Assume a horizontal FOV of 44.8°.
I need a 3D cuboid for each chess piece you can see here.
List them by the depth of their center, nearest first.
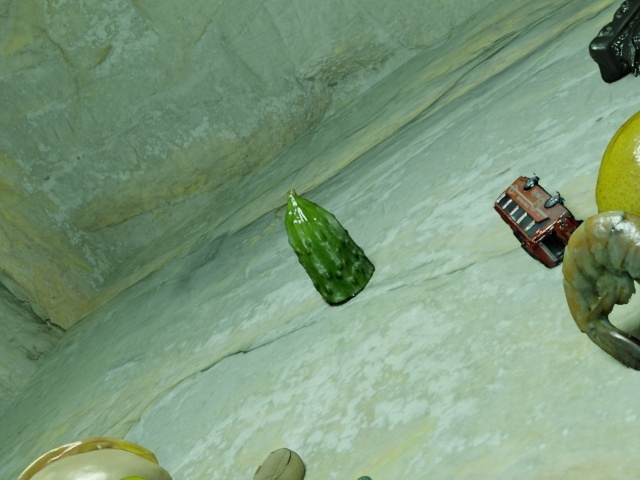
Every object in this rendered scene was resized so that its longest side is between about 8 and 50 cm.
[{"bbox_3d":[-0.063,0.350,1.160,0.083,0.038,0.084,-37,19,15],"label":"chess piece"}]

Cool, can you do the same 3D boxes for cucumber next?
[{"bbox_3d":[0.000,0.002,1.562,0.134,0.244,0.134,-30,18,11],"label":"cucumber"}]

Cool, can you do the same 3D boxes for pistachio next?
[{"bbox_3d":[-0.403,0.460,1.302,0.308,0.230,0.230,-28,12,-21],"label":"pistachio"}]

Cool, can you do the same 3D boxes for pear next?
[{"bbox_3d":[0.422,-0.062,0.905,0.208,0.209,0.209,-36,18,13],"label":"pear"}]

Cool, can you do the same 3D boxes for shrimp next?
[{"bbox_3d":[0.379,0.078,0.816,0.058,0.169,0.296,-15,31,-36],"label":"shrimp"}]

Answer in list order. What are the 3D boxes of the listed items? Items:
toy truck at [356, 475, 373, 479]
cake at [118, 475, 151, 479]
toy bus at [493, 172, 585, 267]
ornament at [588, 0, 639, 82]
[{"bbox_3d":[0.029,0.356,0.898,0.168,0.077,0.100,-34,31,8],"label":"toy truck"},{"bbox_3d":[-0.300,0.485,1.130,0.260,0.156,0.179,-48,34,-7],"label":"cake"},{"bbox_3d":[0.345,-0.036,1.225,0.096,0.073,0.235,-46,15,14],"label":"toy bus"},{"bbox_3d":[0.663,-0.400,1.430,0.251,0.106,0.260,-51,28,-10],"label":"ornament"}]
